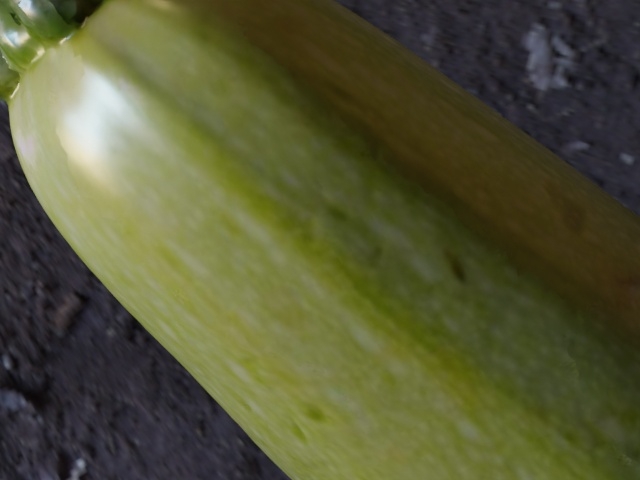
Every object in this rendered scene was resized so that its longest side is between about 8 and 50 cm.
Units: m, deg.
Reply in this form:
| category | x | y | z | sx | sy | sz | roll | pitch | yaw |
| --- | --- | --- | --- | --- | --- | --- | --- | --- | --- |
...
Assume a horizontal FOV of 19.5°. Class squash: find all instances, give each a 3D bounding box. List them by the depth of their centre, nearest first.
| category | x | y | z | sx | sy | sz | roll | pitch | yaw |
| --- | --- | --- | --- | --- | --- | --- | --- | --- | --- |
| squash | 0.004 | 0.007 | 0.469 | 0.287 | 0.137 | 0.137 | 38 | 89 | -24 |
